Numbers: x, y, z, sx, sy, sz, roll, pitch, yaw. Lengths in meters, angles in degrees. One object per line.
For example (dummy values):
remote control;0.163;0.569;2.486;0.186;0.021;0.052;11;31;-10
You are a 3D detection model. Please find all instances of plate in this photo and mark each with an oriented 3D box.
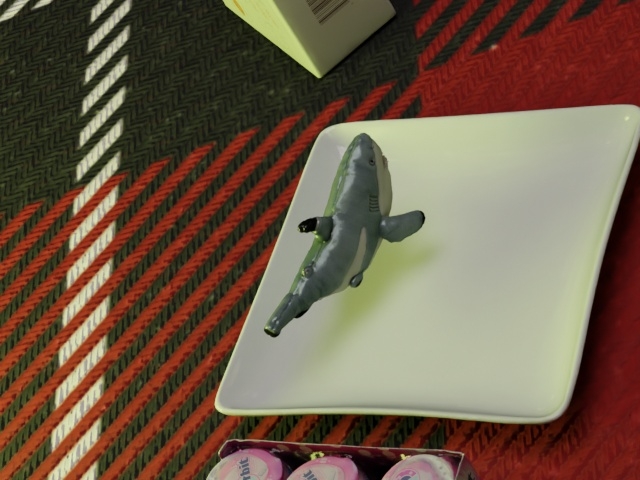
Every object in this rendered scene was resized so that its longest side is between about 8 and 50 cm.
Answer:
plate;0.087;0.023;1.436;0.277;0.045;0.278;-2;51;31

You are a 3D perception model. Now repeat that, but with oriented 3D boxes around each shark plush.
shark plush;0.000;0.000;1.426;0.161;0.067;0.073;-47;44;-14

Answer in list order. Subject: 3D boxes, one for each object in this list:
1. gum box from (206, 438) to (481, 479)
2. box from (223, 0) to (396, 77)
gum box;0.021;0.186;1.283;0.188;0.107;0.062;0;52;31
box;-0.036;-0.241;1.684;0.091;0.130;0.170;-41;44;-6
